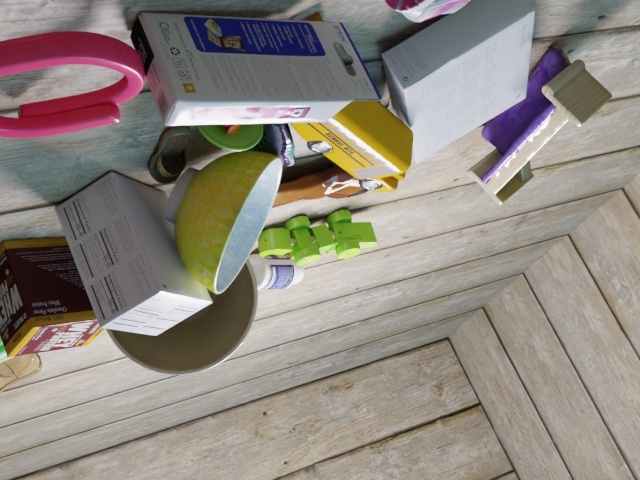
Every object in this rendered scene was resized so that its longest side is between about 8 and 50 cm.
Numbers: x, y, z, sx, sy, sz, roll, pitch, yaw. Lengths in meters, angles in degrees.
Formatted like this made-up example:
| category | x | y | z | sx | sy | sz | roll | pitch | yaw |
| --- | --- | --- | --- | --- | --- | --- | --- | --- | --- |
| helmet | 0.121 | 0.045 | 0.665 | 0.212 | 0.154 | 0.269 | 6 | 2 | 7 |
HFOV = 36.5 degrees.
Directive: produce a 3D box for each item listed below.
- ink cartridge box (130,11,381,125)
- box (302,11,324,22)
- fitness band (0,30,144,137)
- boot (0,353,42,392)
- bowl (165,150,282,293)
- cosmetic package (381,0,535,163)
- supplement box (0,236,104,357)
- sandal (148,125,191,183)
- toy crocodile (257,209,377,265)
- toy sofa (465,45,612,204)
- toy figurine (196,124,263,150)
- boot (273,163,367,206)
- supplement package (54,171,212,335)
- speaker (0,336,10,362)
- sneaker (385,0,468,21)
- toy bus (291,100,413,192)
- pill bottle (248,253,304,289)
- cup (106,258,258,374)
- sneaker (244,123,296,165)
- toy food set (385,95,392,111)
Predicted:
| category | x | y | z | sx | sy | sz | roll | pitch | yaw |
| --- | --- | --- | --- | --- | --- | --- | --- | --- | --- |
| ink cartridge box | -0.095 | -0.267 | 1.512 | 0.371 | 0.175 | 0.069 | -7 | 150 | -32 |
| box | -0.021 | -0.337 | 1.691 | 0.081 | 0.028 | 0.136 | -26 | 158 | 3 |
| fitness band | -0.397 | -0.224 | 1.398 | 0.291 | 0.054 | 0.209 | -10 | 159 | 6 |
| boot | -0.784 | 0.285 | 2.296 | 0.236 | 0.089 | 0.269 | -30 | 163 | -18 |
| bowl | -0.203 | -0.059 | 1.865 | 0.289 | 0.156 | 0.289 | -63 | 173 | -14 |
| cosmetic package | 0.280 | -0.327 | 1.952 | 0.284 | 0.097 | 0.377 | -29 | 161 | -1 |
| supplement box | -0.548 | 0.110 | 1.950 | 0.191 | 0.194 | 0.129 | -4 | 151 | -46 |
| sandal | -0.278 | -0.151 | 1.824 | 0.072 | 0.049 | 0.180 | -15 | 158 | -27 |
| toy crocodile | 0.000 | 0.000 | 2.462 | 0.341 | 0.115 | 0.105 | -8 | 160 | -35 |
| toy sofa | 0.473 | -0.258 | 2.211 | 0.150 | 0.177 | 0.362 | -38 | 172 | -35 |
| toy figurine | -0.116 | -0.258 | 1.649 | 0.173 | 0.130 | 0.159 | -38 | 173 | -40 |
| boot | 0.001 | -0.142 | 2.131 | 0.280 | 0.096 | 0.264 | -11 | 176 | -24 |
| supplement package | -0.358 | 0.031 | 1.874 | 0.145 | 0.262 | 0.204 | -30 | 161 | 15 |
| speaker | -0.679 | 0.190 | 2.099 | 0.296 | 0.131 | 0.131 | -24 | 161 | -4 |
| sneaker | 0.229 | -0.448 | 1.620 | 0.252 | 0.103 | 0.111 | -23 | 166 | 12 |
| toy bus | 0.073 | -0.206 | 1.871 | 0.130 | 0.108 | 0.333 | -9 | 153 | 35 |
| pill bottle | -0.122 | 0.082 | 2.550 | 0.094 | 0.094 | 0.169 | -38 | 157 | 31 |
| cup | -0.312 | 0.113 | 2.147 | 0.331 | 0.331 | 0.237 | -23 | -174 | -6 |
| sneaker | -0.105 | -0.189 | 1.897 | 0.098 | 0.083 | 0.223 | -19 | 161 | -4 |
| toy food set | 0.076 | -0.230 | 2.019 | 0.218 | 0.071 | 0.128 | -18 | 159 | -20 |
